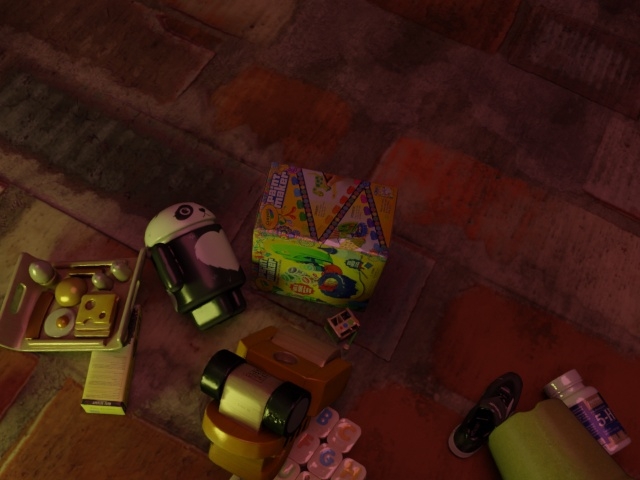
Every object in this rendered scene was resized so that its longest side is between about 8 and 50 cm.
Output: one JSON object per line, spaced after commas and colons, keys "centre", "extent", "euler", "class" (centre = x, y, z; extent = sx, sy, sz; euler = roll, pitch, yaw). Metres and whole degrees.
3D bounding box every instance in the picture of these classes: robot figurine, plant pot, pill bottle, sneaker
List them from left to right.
{"centre": [-0.269, 0.051, 1.591], "extent": [0.174, 0.209, 0.278], "euler": [-25, 85, -15], "class": "robot figurine"}
{"centre": [0.371, 0.366, 1.559], "extent": [0.078, 0.106, 0.234], "euler": [42, 65, 14], "class": "sneaker"}
{"centre": [0.472, 0.468, 1.445], "extent": [0.276, 0.276, 0.254], "euler": [-18, 55, -16], "class": "plant pot"}
{"centre": [0.571, 0.381, 1.574], "extent": [0.112, 0.112, 0.186], "euler": [-23, 67, -18], "class": "pill bottle"}

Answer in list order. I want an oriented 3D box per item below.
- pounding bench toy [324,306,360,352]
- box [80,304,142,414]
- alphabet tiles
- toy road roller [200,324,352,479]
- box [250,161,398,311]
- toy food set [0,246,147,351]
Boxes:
{"centre": [0.060, 0.205, 1.639], "extent": [0.065, 0.052, 0.083], "euler": [-27, 68, -20], "class": "pounding bench toy"}
{"centre": [-0.442, 0.249, 1.548], "extent": [0.087, 0.058, 0.232], "euler": [4, 62, -4], "class": "box"}
{"centre": [-0.056, 0.447, 1.472], "extent": [0.284, 0.021, 0.278], "euler": [28, 59, 24], "class": "alphabet tiles"}
{"centre": [-0.102, 0.333, 1.459], "extent": [0.203, 0.240, 0.329], "euler": [23, 20, 21], "class": "toy road roller"}
{"centre": [0.000, 0.000, 1.608], "extent": [0.279, 0.290, 0.177], "euler": [12, 61, 0], "class": "box"}
{"centre": [-0.531, 0.118, 1.547], "extent": [0.306, 0.092, 0.219], "euler": [-3, 59, 16], "class": "toy food set"}
